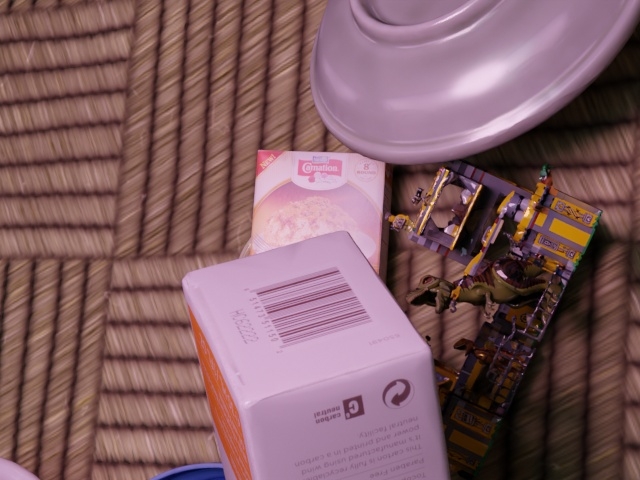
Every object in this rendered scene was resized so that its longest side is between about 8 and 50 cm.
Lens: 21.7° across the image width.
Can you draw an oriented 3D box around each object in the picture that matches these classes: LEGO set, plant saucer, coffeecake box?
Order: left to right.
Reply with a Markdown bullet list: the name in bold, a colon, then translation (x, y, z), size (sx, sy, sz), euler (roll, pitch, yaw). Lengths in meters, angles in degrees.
- **coffeecake box**: translation (0.000, 0.000, 1.811), size (0.142, 0.068, 0.185), euler (2, 80, 10)
- **LEGO set**: translation (0.128, 0.051, 1.633), size (0.192, 0.255, 0.331), euler (25, 106, 6)
- **plant saucer**: translation (0.141, -0.263, 1.703), size (0.400, 0.100, 0.400), euler (-22, 45, 24)

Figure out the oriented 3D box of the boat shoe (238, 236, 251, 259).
- **boat shoe**: translation (-0.049, 0.006, 1.877), size (0.045, 0.050, 0.135), euler (36, 99, 38)

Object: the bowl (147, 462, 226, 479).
- **bowl**: translation (-0.105, 0.437, 1.803), size (0.391, 0.077, 0.391), euler (-8, 76, 31)

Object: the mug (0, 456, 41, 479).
- **mug**: translation (-0.420, 0.391, 1.885), size (0.374, 0.276, 0.328), euler (-96, 27, -67)

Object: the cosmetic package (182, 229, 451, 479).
- **cosmetic package**: translation (0.015, 0.249, 1.472), size (0.162, 0.453, 0.230), euler (-16, 29, -10)
